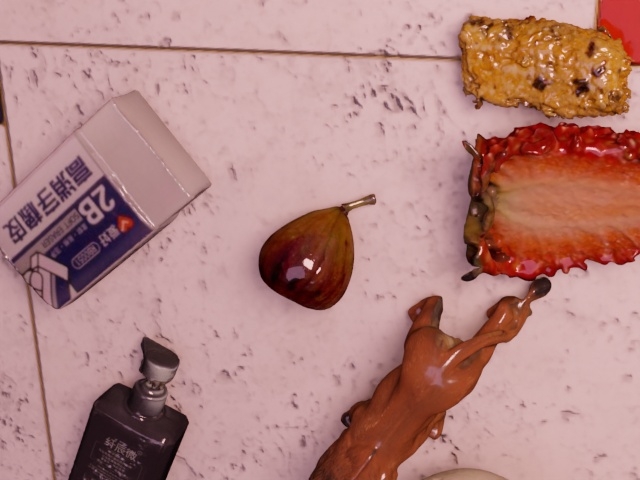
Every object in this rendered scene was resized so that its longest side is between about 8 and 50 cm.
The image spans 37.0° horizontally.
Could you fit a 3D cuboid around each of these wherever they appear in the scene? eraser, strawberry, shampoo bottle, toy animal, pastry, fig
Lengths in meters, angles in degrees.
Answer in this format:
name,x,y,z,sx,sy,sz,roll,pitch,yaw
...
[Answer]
name,x,y,z,sx,sy,sz,roll,pitch,yaw
eraser,-0.222,-0.037,0.946,0.210,0.068,0.124,-37,93,26
strawberry,0.218,-0.036,0.793,0.208,0.087,0.167,3,135,6
shampoo bottle,-0.217,0.248,1.051,0.098,0.071,0.309,27,116,8
toy animal,0.079,0.156,0.869,0.097,0.157,0.312,34,118,3
pastry,0.180,-0.141,0.775,0.140,0.056,0.080,5,112,19
fig,0.000,0.000,0.886,0.089,0.089,0.125,32,92,5

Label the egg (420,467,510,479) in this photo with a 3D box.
name,x,y,z,sx,sy,sz,roll,pitch,yaw
egg,0.159,0.330,0.910,0.264,0.174,0.286,-15,131,24
